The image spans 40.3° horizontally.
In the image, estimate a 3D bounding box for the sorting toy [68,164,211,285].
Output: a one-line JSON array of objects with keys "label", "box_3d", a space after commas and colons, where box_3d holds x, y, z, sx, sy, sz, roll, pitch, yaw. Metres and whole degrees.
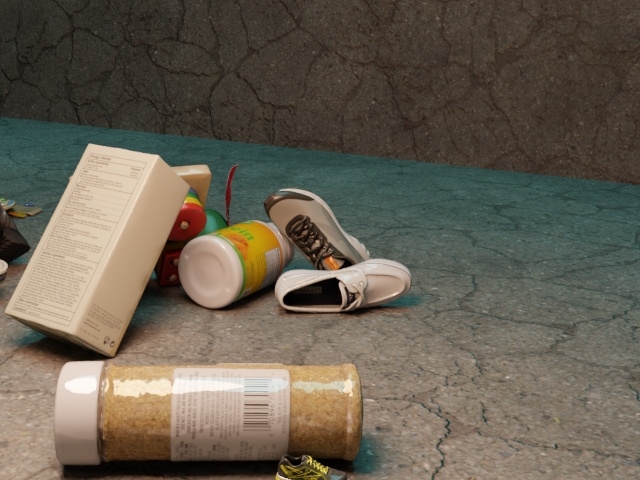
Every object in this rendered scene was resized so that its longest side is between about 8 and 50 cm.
[{"label": "sorting toy", "box_3d": [-0.337, -0.009, 1.625, 0.257, 0.255, 0.089, -7, 50, -27]}]

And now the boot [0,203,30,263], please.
[{"label": "boot", "box_3d": [-0.693, -0.079, 1.678, 0.118, 0.223, 0.338, -30, -10, -10]}]

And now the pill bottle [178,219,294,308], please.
[{"label": "pill bottle", "box_3d": [-0.151, 0.036, 1.683, 0.136, 0.136, 0.245, 10, 16, 25]}]

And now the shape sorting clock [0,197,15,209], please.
[{"label": "shape sorting clock", "box_3d": [-0.877, -0.085, 2.199, 0.206, 0.040, 0.206, -2, 16, 0]}]

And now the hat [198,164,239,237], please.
[{"label": "hat", "box_3d": [-0.243, -0.060, 1.944, 0.172, 0.184, 0.208, -3, 15, -19]}]

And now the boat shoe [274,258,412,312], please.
[{"label": "boat shoe", "box_3d": [0.046, 0.096, 1.608, 0.258, 0.095, 0.084, -9, 19, -3]}]

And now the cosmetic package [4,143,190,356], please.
[{"label": "cosmetic package", "box_3d": [-0.352, 0.012, 1.394, 0.160, 0.310, 0.113, 13, -20, 30]}]

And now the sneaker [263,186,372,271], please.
[{"label": "sneaker", "box_3d": [0.000, 0.000, 1.708, 0.271, 0.100, 0.108, 41, 23, -18]}]

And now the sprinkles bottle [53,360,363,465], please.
[{"label": "sprinkles bottle", "box_3d": [-0.131, 0.207, 1.050, 0.355, 0.121, 0.121, 1, 14, -7]}]

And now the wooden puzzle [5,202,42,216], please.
[{"label": "wooden puzzle", "box_3d": [-0.771, -0.076, 2.267, 0.078, 0.014, 0.116, 10, 16, 12]}]

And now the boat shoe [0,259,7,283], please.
[{"label": "boat shoe", "box_3d": [-0.687, 0.076, 1.548, 0.254, 0.079, 0.095, -4, 17, -17]}]

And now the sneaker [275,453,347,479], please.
[{"label": "sneaker", "box_3d": [-0.010, 0.267, 1.007, 0.083, 0.035, 0.031, 3, 15, 1]}]
